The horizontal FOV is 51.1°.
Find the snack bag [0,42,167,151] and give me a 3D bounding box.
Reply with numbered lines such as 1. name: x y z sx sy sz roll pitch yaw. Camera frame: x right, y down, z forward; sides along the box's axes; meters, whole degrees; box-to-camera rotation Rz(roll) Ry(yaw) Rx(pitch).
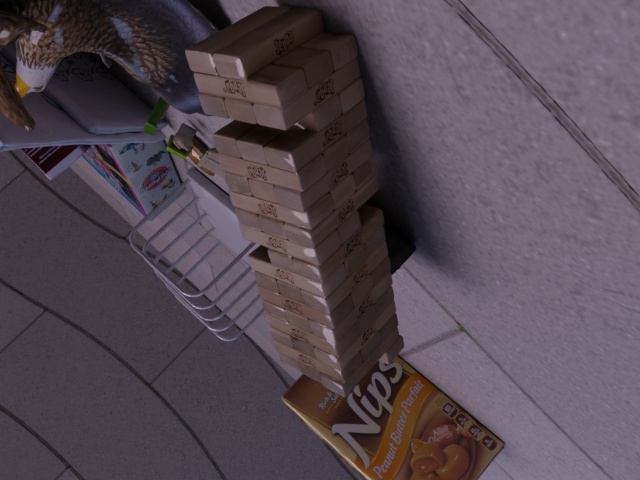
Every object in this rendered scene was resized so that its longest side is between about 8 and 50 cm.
1. snack bag: -0.418 -0.244 0.934 0.323 0.037 0.342 43 -157 10

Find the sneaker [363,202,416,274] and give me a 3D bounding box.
1. sneaker: 0.000 0.000 0.780 0.130 0.109 0.286 52 155 -6

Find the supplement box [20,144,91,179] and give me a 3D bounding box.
1. supplement box: -0.478 -0.213 1.058 0.239 0.073 0.130 49 178 -19

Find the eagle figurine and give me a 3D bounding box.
1. eagle figurine: -0.219 -0.210 0.621 0.225 0.298 0.226 -7 100 33

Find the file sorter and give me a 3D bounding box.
1. file sorter: -0.196 0.043 1.225 0.193 0.173 0.277 39 164 20

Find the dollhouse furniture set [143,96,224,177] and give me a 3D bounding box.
1. dollhouse furniture set: -0.166 -0.144 0.936 0.152 0.058 0.076 28 161 -16

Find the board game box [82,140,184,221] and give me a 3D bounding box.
1. board game box: -0.385 -0.189 1.239 0.224 0.097 0.303 41 165 14

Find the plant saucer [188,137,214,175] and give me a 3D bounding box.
1. plant saucer: -0.188 -0.135 1.028 0.083 0.015 0.083 40 164 14

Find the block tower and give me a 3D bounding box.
1. block tower: -0.008 -0.014 0.568 0.091 0.097 0.335 19 137 38

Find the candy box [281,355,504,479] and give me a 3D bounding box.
1. candy box: 0.113 0.302 1.100 0.316 0.183 0.087 38 163 19
